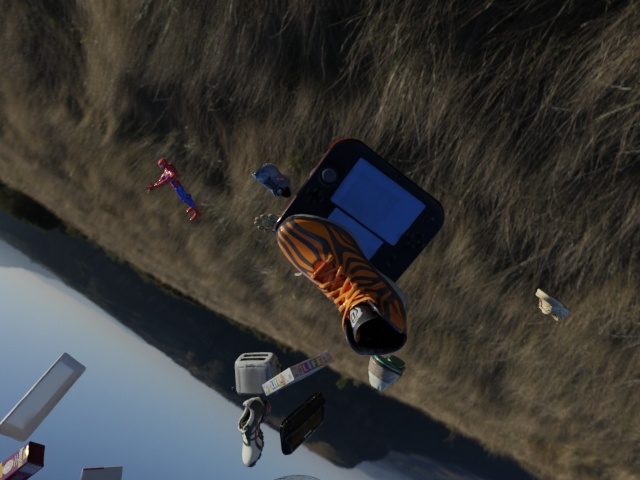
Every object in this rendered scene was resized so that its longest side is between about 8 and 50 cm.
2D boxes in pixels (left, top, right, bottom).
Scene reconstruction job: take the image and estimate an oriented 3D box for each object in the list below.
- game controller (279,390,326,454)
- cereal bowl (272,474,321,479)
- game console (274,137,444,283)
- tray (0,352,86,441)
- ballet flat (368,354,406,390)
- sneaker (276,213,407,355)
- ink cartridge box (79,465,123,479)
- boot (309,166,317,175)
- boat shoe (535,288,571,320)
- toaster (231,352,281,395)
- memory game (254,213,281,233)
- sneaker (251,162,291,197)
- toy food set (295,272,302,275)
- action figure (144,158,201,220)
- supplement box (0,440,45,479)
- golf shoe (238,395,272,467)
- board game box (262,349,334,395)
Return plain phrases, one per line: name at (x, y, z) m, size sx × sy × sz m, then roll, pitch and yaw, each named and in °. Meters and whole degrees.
game controller at (-0.074, 0.825, 1.828) m, size 0.067 × 0.166 × 0.319 m, roll 12°, pitch -163°, yaw 32°
cereal bowl at (-0.098, 0.895, 1.223) m, size 0.339 × 0.339 × 0.141 m, roll 0°, pitch 105°, yaw 51°
game console at (0.116, -0.055, 1.130) m, size 0.386 × 0.342 × 0.060 m, roll 35°, pitch -171°, yaw -10°
tray at (-0.904, 0.503, 1.309) m, size 0.030 × 0.270 × 0.145 m, roll 20°, pitch 145°, yaw 17°
ballet flat at (0.221, 0.451, 1.357) m, size 0.107 × 0.106 × 0.316 m, roll 32°, pitch 179°, yaw 29°
sneaker at (0.049, 0.083, 0.736) m, size 0.321 × 0.124 × 0.180 m, roll 37°, pitch -161°, yaw -11°
ink cartridge box at (-0.660, 0.719, 1.215) m, size 0.109 × 0.063 × 0.150 m, roll 8°, pitch 150°, yaw -22°
boot at (0.011, -0.154, 1.519) m, size 0.263 × 0.091 × 0.229 m, roll 137°, pitch 117°, yaw -73°
boat shoe at (0.727, 0.209, 1.271) m, size 0.170 × 0.059 × 0.063 m, roll 32°, pitch -166°, yaw -27°
toaster at (-0.272, 0.563, 1.705) m, size 0.227 × 0.146 × 0.129 m, roll -4°, pitch -174°, yaw 11°
memory game at (-0.221, -0.074, 1.899) m, size 0.186 × 0.012 × 0.186 m, roll 3°, pitch 153°, yaw 2°
sneaker at (-0.126, -0.163, 1.129) m, size 0.063 × 0.073 × 0.162 m, roll -33°, pitch 156°, yaw 21°
toy food set at (0.000, 0.000, 1.747) m, size 0.219 × 0.306 × 0.092 m, roll -5°, pitch -159°, yaw -40°
action figure at (-0.566, -0.180, 1.513) m, size 0.091 × 0.139 × 0.280 m, roll 50°, pitch 161°, yaw 38°
supplement box at (-0.663, 0.500, 0.893) m, size 0.055 × 0.083 × 0.043 m, roll 48°, pitch 175°, yaw 48°
golf shoe at (-0.288, 0.768, 1.622) m, size 0.105 × 0.273 × 0.120 m, roll 1°, pitch 167°, yaw 43°
board game box at (-0.051, 0.289, 0.873) m, size 0.154 × 0.103 × 0.026 m, roll -47°, pitch 63°, yaw 47°
